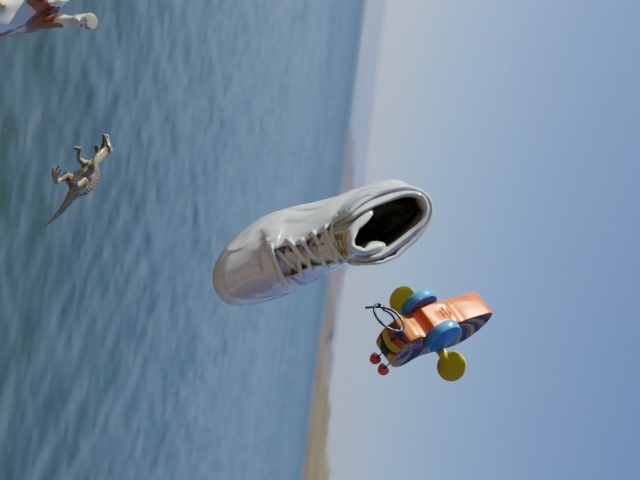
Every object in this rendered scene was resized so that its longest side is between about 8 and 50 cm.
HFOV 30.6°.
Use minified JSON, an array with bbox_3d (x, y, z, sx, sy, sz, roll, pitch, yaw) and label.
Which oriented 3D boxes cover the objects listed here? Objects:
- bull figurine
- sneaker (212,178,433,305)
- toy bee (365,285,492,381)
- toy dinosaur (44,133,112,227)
[{"bbox_3d":[-0.429,-0.330,1.611,0.310,0.188,0.101,-23,115,-42],"label":"bull figurine"},{"bbox_3d":[0.000,0.000,1.453,0.108,0.292,0.169,64,-4,-6],"label":"sneaker"},{"bbox_3d":[0.160,0.162,2.075,0.162,0.298,0.195,-54,-144,32],"label":"toy bee"},{"bbox_3d":[-0.385,-0.092,1.860,0.183,0.053,0.092,-55,160,-6],"label":"toy dinosaur"}]
